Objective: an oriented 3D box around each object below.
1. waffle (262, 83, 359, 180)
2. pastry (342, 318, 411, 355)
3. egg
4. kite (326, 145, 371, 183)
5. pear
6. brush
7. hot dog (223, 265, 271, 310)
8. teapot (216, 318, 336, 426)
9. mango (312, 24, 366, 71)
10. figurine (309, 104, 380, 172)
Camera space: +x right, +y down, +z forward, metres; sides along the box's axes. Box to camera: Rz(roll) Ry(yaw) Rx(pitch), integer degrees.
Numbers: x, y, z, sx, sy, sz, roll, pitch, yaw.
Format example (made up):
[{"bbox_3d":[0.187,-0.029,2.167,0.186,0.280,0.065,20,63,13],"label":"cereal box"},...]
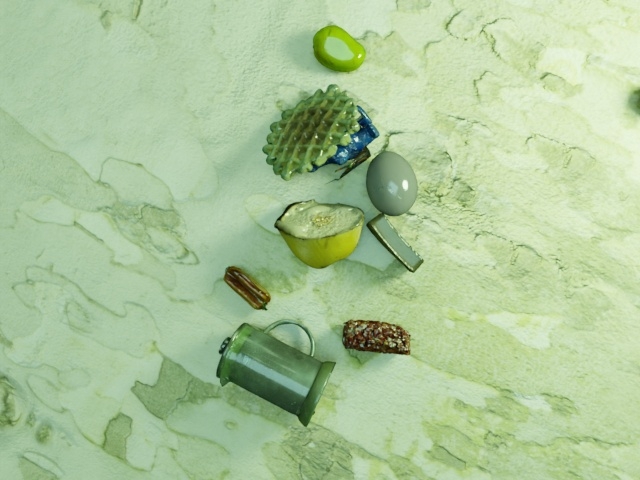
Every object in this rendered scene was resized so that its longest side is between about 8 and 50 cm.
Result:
[{"bbox_3d":[-0.032,-0.318,1.329,0.309,0.056,0.291,-35,46,13],"label":"waffle"},{"bbox_3d":[0.168,0.290,1.369,0.209,0.115,0.097,5,80,9],"label":"pastry"},{"bbox_3d":[0.205,-0.165,1.329,0.147,0.146,0.198,-18,70,7],"label":"egg"},{"bbox_3d":[0.099,-0.226,1.356,0.160,0.183,0.010,-27,79,-36],"label":"kite"},{"bbox_3d":[0.002,0.001,1.354,0.267,0.267,0.177,-1,115,7],"label":"pear"},{"bbox_3d":[0.220,0.007,1.344,0.059,0.123,0.197,-43,87,3],"label":"brush"},{"bbox_3d":[-0.228,0.150,1.439,0.188,0.055,0.072,41,99,4],"label":"hot dog"},{"bbox_3d":[-0.132,0.363,1.377,0.337,0.200,0.270,24,69,8],"label":"teapot"},{"bbox_3d":[0.050,-0.568,1.368,0.163,0.089,0.117,41,96,4],"label":"mango"},{"bbox_3d":[0.053,-0.280,1.365,0.263,0.121,0.164,-20,52,25],"label":"figurine"}]
